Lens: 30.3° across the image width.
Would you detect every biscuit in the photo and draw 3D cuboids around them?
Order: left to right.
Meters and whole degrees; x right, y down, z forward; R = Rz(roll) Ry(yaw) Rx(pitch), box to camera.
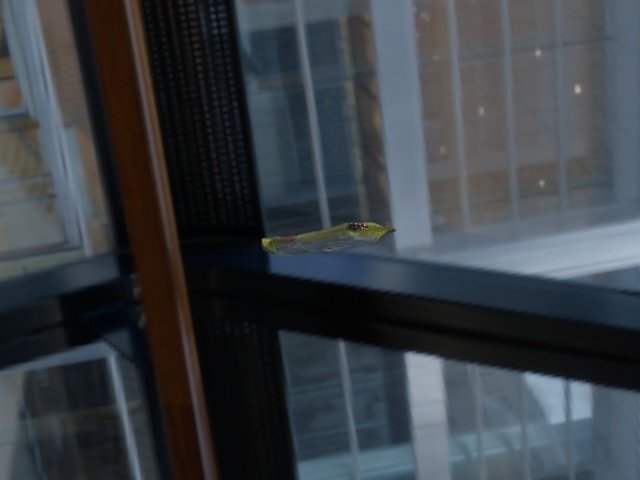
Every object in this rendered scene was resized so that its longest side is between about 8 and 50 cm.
[{"bbox_3d":[0.000,0.000,1.225,0.292,0.048,0.026,170,-83,-70],"label":"biscuit"}]
